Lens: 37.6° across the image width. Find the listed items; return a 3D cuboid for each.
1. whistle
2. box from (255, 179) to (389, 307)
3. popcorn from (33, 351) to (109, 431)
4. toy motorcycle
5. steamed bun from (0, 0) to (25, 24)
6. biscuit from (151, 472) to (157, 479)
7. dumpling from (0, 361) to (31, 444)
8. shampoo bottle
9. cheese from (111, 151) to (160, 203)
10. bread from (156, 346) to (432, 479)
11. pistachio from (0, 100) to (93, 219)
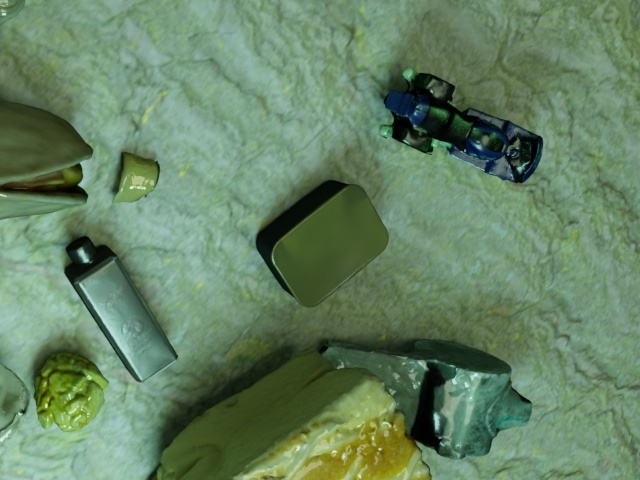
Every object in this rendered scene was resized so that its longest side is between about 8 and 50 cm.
[{"bbox_3d":[0.186,0.285,1.723,0.404,0.188,0.168,8,100,-29],"label":"whistle"},{"bbox_3d":[0.000,0.000,1.601,0.201,0.090,0.144,-40,119,-13],"label":"box"},{"bbox_3d":[-0.387,0.235,1.459,0.116,0.121,0.106,-40,161,15],"label":"popcorn"},{"bbox_3d":[0.257,-0.183,1.627,0.331,0.196,0.125,19,95,-32],"label":"toy motorcycle"},{"bbox_3d":[-0.477,-0.371,1.217,0.218,0.144,0.211,-11,99,5],"label":"steamed bun"},{"bbox_3d":[-0.152,0.462,1.668,0.344,0.057,0.287,-32,116,-18],"label":"biscuit"},{"bbox_3d":[-0.554,0.255,1.372,0.247,0.142,0.172,-30,81,-11],"label":"dumpling"},{"bbox_3d":[-0.317,0.103,1.466,0.080,0.079,0.246,-35,117,-16],"label":"shampoo bottle"},{"bbox_3d":[-0.286,-0.089,1.451,0.060,0.041,0.084,16,95,-33],"label":"cheese"},{"bbox_3d":[-0.032,0.427,1.525,0.390,0.279,0.371,-32,113,-16],"label":"bread"},{"bbox_3d":[-0.443,-0.105,1.274,0.288,0.197,0.166,-6,111,-38],"label":"pistachio"}]
